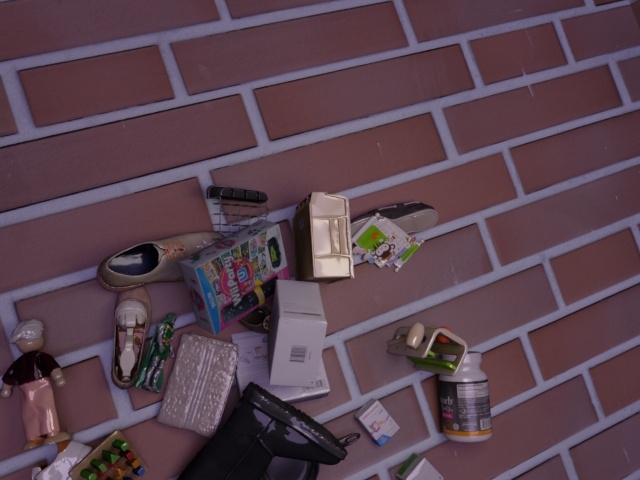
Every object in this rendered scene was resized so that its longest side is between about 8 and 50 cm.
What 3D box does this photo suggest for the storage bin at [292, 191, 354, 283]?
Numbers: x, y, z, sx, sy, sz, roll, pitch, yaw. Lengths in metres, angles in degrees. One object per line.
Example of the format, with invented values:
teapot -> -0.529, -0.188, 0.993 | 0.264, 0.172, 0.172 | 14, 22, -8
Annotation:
storage bin -> 0.000, 0.000, 1.714 | 0.123, 0.262, 0.260 | -1, 82, -14

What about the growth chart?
growth chart -> 0.217, 0.013, 1.854 | 0.237, 0.021, 0.172 | 30, 101, -26

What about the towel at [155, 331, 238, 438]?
towel -> -0.361, 0.425, 1.638 | 0.187, 0.049, 0.282 | 15, 79, 3

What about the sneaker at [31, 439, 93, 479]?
sneaker -> -0.742, 0.682, 1.484 | 0.123, 0.106, 0.290 | 26, 64, -8

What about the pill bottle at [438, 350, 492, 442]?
pill bottle -> 0.479, 0.514, 1.832 | 0.162, 0.162, 0.278 | -1, 81, -17

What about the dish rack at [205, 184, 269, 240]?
dish rack -> -0.252, -0.032, 1.707 | 0.208, 0.074, 0.271 | 2, 88, -45

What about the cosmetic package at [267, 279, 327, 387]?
cosmetic package -> -0.075, 0.266, 1.600 | 0.138, 0.224, 0.223 | 6, 113, -8

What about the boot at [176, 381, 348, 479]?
boot -> -0.189, 0.685, 1.577 | 0.367, 0.146, 0.445 | 36, 85, -8

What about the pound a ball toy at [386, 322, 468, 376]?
pound a ball toy -> 0.316, 0.311, 1.729 | 0.208, 0.319, 0.135 | 32, 74, -9

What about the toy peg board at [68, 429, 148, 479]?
toy peg board -> -0.564, 0.638, 1.504 | 0.161, 0.079, 0.160 | -42, 110, -37

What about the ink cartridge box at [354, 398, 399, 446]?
ink cartridge box -> 0.182, 0.590, 1.789 | 0.088, 0.052, 0.122 | -40, 93, -18

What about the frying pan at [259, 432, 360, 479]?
frying pan -> -0.054, 0.653, 1.709 | 0.326, 0.053, 0.197 | -42, 94, -17

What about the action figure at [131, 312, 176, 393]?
action figure -> -0.469, 0.323, 1.613 | 0.064, 0.137, 0.232 | 4, 67, 16

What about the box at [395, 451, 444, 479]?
box -> 0.320, 0.767, 1.785 | 0.101, 0.087, 0.102 | -43, 95, -18

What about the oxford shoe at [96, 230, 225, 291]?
oxford shoe -> -0.445, 0.054, 1.620 | 0.397, 0.146, 0.140 | -21, 84, -29

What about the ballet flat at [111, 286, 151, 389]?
ballet flat -> -0.548, 0.272, 1.593 | 0.108, 0.106, 0.315 | 1, 81, -16

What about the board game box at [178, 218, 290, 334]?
board game box -> -0.240, 0.100, 1.610 | 0.303, 0.098, 0.223 | -31, 123, -36

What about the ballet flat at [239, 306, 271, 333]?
ballet flat -> -0.238, 0.214, 1.716 | 0.250, 0.058, 0.084 | 34, 67, -9

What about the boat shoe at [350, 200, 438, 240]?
boat shoe -> 0.236, -0.065, 1.894 | 0.336, 0.095, 0.112 | -10, 120, -14

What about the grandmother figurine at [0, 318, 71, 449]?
grandmother figurine -> -0.784, 0.386, 1.506 | 0.208, 0.104, 0.342 | -13, 80, 3

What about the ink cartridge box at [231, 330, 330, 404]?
ink cartridge box -> -0.131, 0.393, 1.725 | 0.275, 0.060, 0.238 | -7, 59, -17
